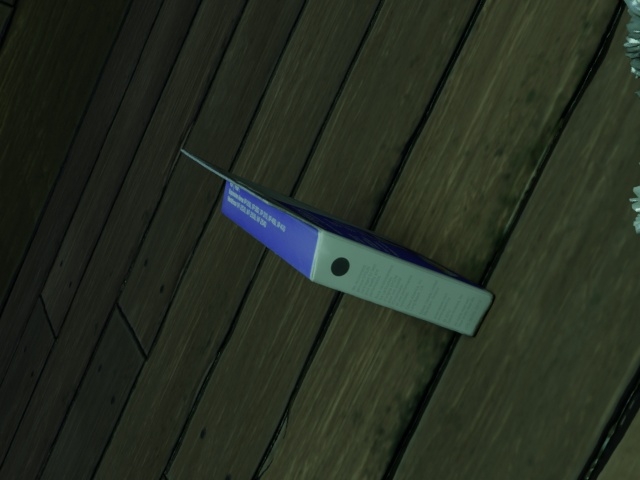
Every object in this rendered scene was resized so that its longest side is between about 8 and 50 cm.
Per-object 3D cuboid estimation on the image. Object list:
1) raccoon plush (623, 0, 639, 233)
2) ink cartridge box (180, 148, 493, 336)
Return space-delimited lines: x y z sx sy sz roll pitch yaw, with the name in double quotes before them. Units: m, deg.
"raccoon plush" 0.165 -0.133 0.469 0.216 0.446 0.299 -20 41 40
"ink cartridge box" 0.000 0.000 0.886 0.045 0.208 0.206 -65 27 4
